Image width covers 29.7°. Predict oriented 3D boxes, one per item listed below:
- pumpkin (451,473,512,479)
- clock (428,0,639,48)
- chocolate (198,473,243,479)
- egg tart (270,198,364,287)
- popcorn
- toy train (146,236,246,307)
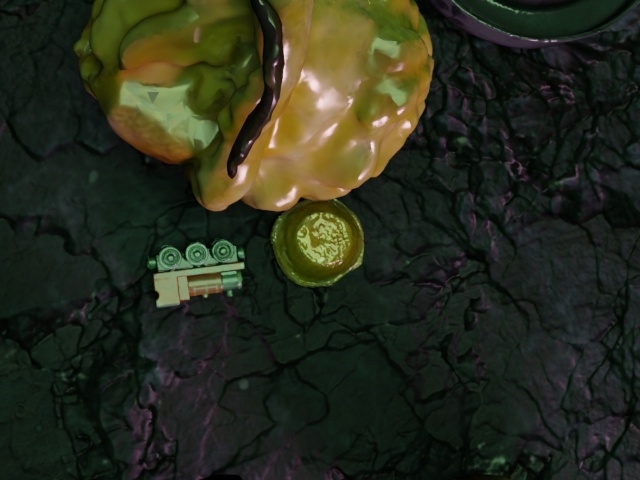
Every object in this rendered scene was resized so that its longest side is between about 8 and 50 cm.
[{"bbox_3d":[0.167,0.343,1.255,0.248,0.126,0.131,61,39,-33],"label":"pumpkin"},{"bbox_3d":[0.235,-0.370,1.342,0.318,0.066,0.319,1,86,-12],"label":"clock"},{"bbox_3d":[-0.140,0.366,1.113,0.283,0.283,0.186,-34,96,-13],"label":"chocolate"},{"bbox_3d":[0.000,0.000,1.279,0.105,0.039,0.105,1,84,-13],"label":"egg tart"},{"bbox_3d":[-0.055,-0.184,1.126,0.349,0.382,0.349,-1,101,-3],"label":"popcorn"},{"bbox_3d":[-0.126,0.032,1.247,0.103,0.044,0.064,-8,92,-11],"label":"toy train"}]
